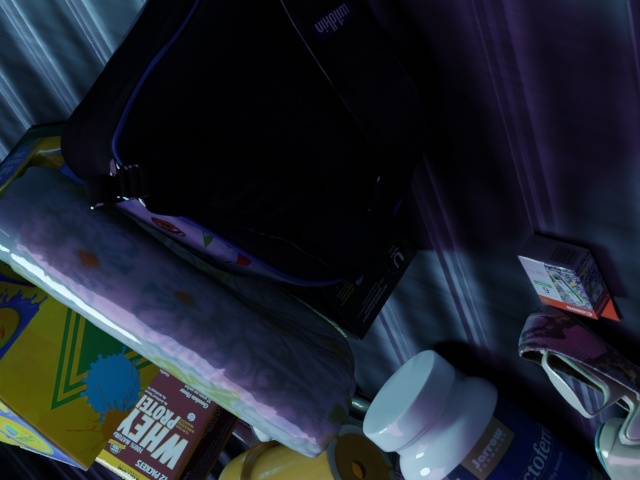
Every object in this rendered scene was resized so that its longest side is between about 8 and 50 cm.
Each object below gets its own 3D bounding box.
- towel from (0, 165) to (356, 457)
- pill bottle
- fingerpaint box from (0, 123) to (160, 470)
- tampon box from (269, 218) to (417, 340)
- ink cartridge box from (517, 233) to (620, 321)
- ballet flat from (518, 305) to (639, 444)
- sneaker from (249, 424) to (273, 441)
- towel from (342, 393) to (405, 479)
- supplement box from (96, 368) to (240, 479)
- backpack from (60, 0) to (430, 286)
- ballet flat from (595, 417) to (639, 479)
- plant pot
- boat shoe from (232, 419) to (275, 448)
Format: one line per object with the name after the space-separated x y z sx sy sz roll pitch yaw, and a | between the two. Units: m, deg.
-0.113 0.052 1.300 0.320 0.090 0.374 31 -178 1 | towel
0.187 0.253 1.701 0.264 0.153 0.153 39 159 -12 | pill bottle
-0.309 0.042 1.696 0.163 0.371 0.445 45 158 -26 | fingerpaint box
0.000 0.000 1.479 0.101 0.120 0.161 14 151 42 | tampon box
0.229 0.044 1.353 0.063 0.029 0.115 17 153 39 | ink cartridge box
0.287 0.146 1.418 0.221 0.079 0.077 32 159 7 | ballet flat
-0.061 0.144 1.961 0.099 0.121 0.262 -96 -10 -57 | sneaker
0.097 0.361 2.104 0.324 0.056 0.312 22 137 21 | towel
-0.215 0.270 2.219 0.129 0.191 0.194 30 -175 13 | supplement box
-0.054 -0.089 1.197 0.263 0.276 0.213 37 168 -26 | backpack
0.371 0.279 1.595 0.086 0.086 0.248 15 151 43 | ballet flat
-0.005 0.345 1.990 0.205 0.205 0.188 42 127 -17 | plant pot
-0.040 0.360 2.367 0.324 0.097 0.116 33 160 6 | boat shoe
